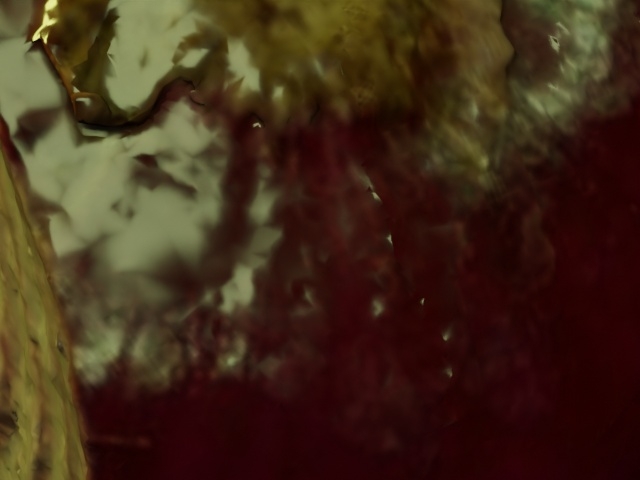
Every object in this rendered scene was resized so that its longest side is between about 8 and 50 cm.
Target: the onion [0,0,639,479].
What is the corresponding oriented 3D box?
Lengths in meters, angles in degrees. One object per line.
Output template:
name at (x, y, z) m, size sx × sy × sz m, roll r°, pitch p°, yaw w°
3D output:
onion at (0.005, -0.001, 0.440) m, size 0.207 × 0.216 × 0.206 m, roll -22°, pitch 74°, yaw -20°
